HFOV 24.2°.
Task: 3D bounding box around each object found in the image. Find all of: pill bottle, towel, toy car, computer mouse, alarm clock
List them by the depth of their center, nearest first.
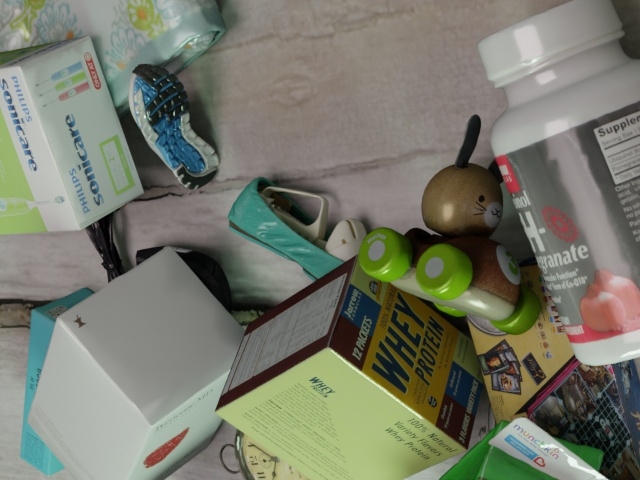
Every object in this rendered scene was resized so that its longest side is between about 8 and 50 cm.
[{"bbox_3d":[0.263,-0.060,1.381,0.176,0.176,0.318,-21,92,43],"label":"pill bottle"},{"bbox_3d":[0.153,-0.023,1.489,0.149,0.155,0.188,17,83,43],"label":"toy car"},{"bbox_3d":[-0.300,-0.309,1.825,0.374,0.090,0.320,-30,86,42],"label":"towel"},{"bbox_3d":[-0.055,0.265,1.845,0.192,0.064,0.129,-11,99,40],"label":"alarm clock"},{"bbox_3d":[-0.198,0.017,1.878,0.262,0.060,0.184,0,114,51],"label":"computer mouse"}]

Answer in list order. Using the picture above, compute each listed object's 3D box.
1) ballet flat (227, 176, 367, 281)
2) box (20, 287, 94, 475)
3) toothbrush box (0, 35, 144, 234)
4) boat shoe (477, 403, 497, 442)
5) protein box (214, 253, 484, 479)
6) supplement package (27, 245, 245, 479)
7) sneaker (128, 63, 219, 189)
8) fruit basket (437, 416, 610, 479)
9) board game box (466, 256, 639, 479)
[{"bbox_3d":[0.000,0.000,1.694,0.247,0.083,0.087,32,110,25],"label":"ballet flat"},{"bbox_3d":[-0.347,0.194,2.042,0.060,0.100,0.244,27,122,29],"label":"box"},{"bbox_3d":[-0.380,-0.121,1.832,0.283,0.122,0.206,-3,112,42],"label":"toothbrush box"},{"bbox_3d":[0.189,0.219,1.644,0.035,0.035,0.100,8,117,35],"label":"boat shoe"},{"bbox_3d":[0.036,0.155,1.624,0.200,0.136,0.201,38,136,-20],"label":"protein box"},{"bbox_3d":[-0.222,0.179,1.824,0.175,0.177,0.293,47,147,13],"label":"supplement package"},{"bbox_3d":[-0.191,-0.141,1.769,0.083,0.071,0.190,37,160,38],"label":"sneaker"},{"bbox_3d":[0.267,0.347,1.541,0.353,0.165,0.327,29,135,-7],"label":"fruit basket"},{"bbox_3d":[0.247,0.137,1.557,0.165,0.042,0.243,-10,99,42],"label":"board game box"}]
